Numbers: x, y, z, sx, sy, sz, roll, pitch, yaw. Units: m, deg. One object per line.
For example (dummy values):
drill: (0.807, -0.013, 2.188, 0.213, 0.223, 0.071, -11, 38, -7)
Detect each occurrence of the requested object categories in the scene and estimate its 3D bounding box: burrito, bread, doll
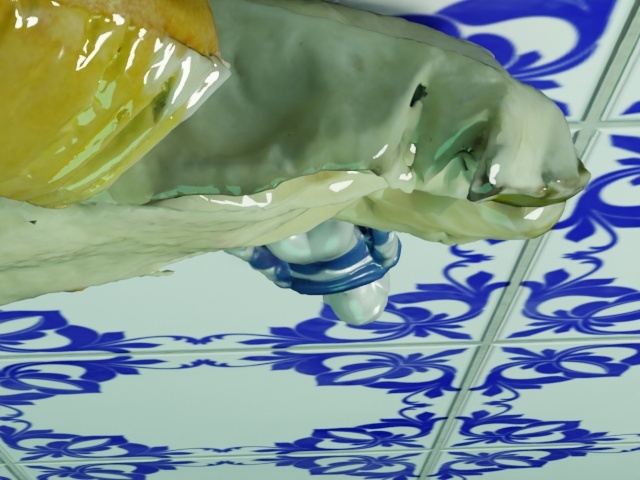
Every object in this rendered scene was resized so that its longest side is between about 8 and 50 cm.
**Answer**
burrito: (-0.049, -0.048, 0.726, 0.332, 0.135, 0.190, -6, 165, 6)
bread: (-0.169, -0.100, 0.516, 0.288, 0.119, 0.152, 20, -163, -48)
doll: (0.000, 0.000, 1.009, 0.114, 0.057, 0.227, -12, 151, 10)
